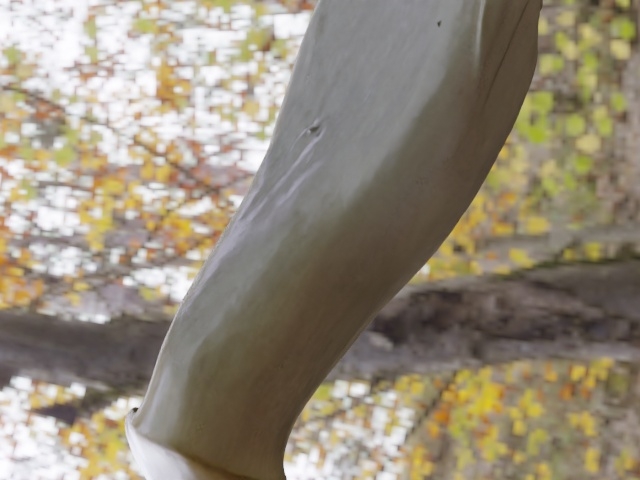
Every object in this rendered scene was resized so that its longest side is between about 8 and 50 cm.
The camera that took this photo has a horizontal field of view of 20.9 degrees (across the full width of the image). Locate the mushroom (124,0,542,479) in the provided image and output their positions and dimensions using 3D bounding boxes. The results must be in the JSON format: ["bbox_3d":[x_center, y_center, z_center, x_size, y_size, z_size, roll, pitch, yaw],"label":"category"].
[{"bbox_3d":[0.000,0.000,0.903,0.122,0.159,0.329,27,-95,2],"label":"mushroom"}]
